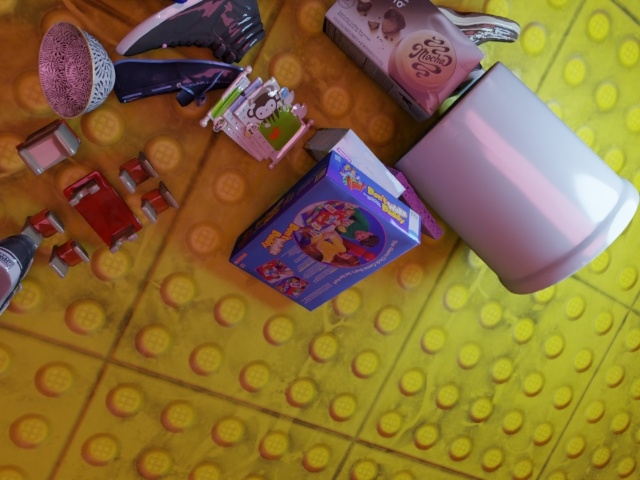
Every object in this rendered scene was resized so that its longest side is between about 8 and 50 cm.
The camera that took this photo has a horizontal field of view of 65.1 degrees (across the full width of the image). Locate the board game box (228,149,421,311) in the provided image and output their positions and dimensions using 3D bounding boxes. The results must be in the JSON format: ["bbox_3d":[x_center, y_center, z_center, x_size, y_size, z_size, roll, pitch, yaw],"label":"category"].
[{"bbox_3d":[0.000,0.000,1.040,0.233,0.078,0.347,34,133,-21],"label":"board game box"}]

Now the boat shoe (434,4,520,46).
[{"bbox_3d":[0.327,-0.468,1.152,0.257,0.095,0.095,6,103,-6],"label":"boat shoe"}]

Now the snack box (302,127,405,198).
[{"bbox_3d":[0.064,-0.157,1.071,0.174,0.207,0.070,43,87,-20],"label":"snack box"}]

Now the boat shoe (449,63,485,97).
[{"bbox_3d":[0.274,-0.371,1.168,0.219,0.078,0.070,-14,73,-6],"label":"boat shoe"}]

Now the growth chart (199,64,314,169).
[{"bbox_3d":[-0.119,-0.252,1.042,0.172,0.021,0.237,-53,140,5],"label":"growth chart"}]

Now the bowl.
[{"bbox_3d":[-0.439,-0.311,0.932,0.080,0.170,0.170,-16,111,-56],"label":"bowl"}]

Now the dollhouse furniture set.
[{"bbox_3d":[-0.458,-0.101,0.984,0.262,0.135,0.259,-33,121,-8],"label":"dollhouse furniture set"}]

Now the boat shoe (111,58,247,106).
[{"bbox_3d":[-0.275,-0.306,0.999,0.258,0.109,0.089,-1,96,-1],"label":"boat shoe"}]

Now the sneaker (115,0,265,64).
[{"bbox_3d":[-0.239,-0.393,0.982,0.295,0.104,0.147,-29,117,-4],"label":"sneaker"}]

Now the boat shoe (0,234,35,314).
[{"bbox_3d":[-0.634,0.088,0.941,0.113,0.105,0.306,40,120,-14],"label":"boat shoe"}]

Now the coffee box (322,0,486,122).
[{"bbox_3d":[0.167,-0.414,1.048,0.297,0.119,0.168,43,94,-5],"label":"coffee box"}]

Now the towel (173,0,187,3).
[{"bbox_3d":[-0.350,-0.565,0.869,0.308,0.076,0.228,18,97,2],"label":"towel"}]

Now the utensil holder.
[{"bbox_3d":[0.397,-0.133,1.078,0.385,0.327,0.327,44,86,-1],"label":"utensil holder"}]

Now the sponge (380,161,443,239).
[{"bbox_3d":[0.195,-0.093,1.153,0.031,0.117,0.210,-43,123,-3],"label":"sponge"}]
